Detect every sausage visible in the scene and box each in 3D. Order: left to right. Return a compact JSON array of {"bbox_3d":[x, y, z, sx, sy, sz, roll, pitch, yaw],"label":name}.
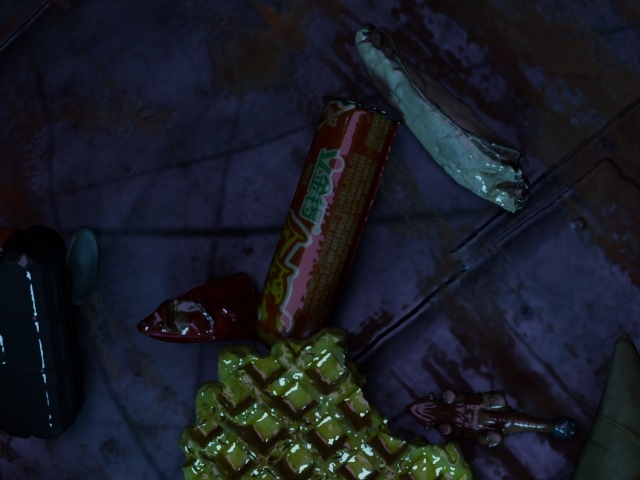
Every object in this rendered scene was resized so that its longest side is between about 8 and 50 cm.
[{"bbox_3d":[0.000,0.000,1.009,0.083,0.083,0.264,17,83,13],"label":"sausage"}]

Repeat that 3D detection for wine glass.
[{"bbox_3d":[-0.320,0.016,1.063,0.196,0.079,0.079,6,80,12],"label":"wine glass"}]

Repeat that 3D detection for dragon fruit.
[{"bbox_3d":[-0.105,0.077,0.988,0.097,0.131,0.063,-35,80,10],"label":"dragon fruit"}]

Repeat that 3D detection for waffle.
[{"bbox_3d":[0.003,0.213,0.954,0.291,0.051,0.291,0,92,12],"label":"waffle"}]

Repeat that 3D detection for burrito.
[{"bbox_3d":[0.110,-0.117,1.017,0.058,0.063,0.229,-30,71,-25],"label":"burrito"}]

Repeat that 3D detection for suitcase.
[{"bbox_3d":[-0.368,0.077,1.021,0.286,0.066,0.206,4,116,12],"label":"suitcase"}]

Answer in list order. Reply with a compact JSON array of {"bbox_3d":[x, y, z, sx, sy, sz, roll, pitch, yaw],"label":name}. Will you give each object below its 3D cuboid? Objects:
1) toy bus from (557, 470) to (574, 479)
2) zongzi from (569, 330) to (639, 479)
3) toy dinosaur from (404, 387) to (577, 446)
[{"bbox_3d":[0.196,0.244,0.909,0.172,0.057,0.072,-27,70,-16],"label":"toy bus"},{"bbox_3d":[0.304,0.265,0.840,0.289,0.154,0.317,27,71,-22],"label":"zongzi"},{"bbox_3d":[0.146,0.156,0.958,0.154,0.055,0.049,5,77,20],"label":"toy dinosaur"}]
